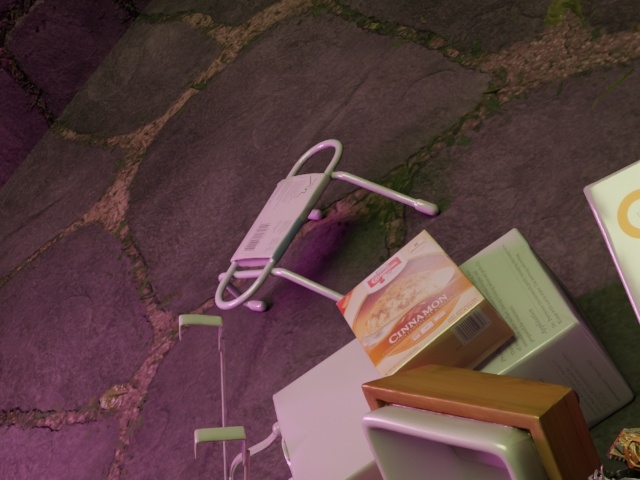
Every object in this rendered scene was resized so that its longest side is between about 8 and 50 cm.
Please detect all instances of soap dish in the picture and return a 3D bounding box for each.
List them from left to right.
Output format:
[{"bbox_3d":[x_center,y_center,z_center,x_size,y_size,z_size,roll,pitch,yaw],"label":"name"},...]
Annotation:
[{"bbox_3d":[0.185,0.260,1.143,0.118,0.291,0.229,-37,25,-33],"label":"soap dish"}]

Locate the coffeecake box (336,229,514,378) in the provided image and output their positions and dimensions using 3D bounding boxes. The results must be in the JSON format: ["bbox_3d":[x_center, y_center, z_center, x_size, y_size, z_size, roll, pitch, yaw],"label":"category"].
[{"bbox_3d":[0.115,0.089,1.317,0.142,0.068,0.185,-41,29,4],"label":"coffeecake box"}]

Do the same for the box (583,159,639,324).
[{"bbox_3d":[0.425,0.070,1.075,0.215,0.168,0.345,-28,61,22],"label":"box"}]

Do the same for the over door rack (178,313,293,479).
[{"bbox_3d":[-0.080,0.275,1.385,0.108,0.324,0.239,-14,32,-4],"label":"over door rack"}]

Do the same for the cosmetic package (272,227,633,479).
[{"bbox_3d":[0.146,0.189,1.377,0.385,0.156,0.217,-36,32,12],"label":"cosmetic package"}]

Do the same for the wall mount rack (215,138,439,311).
[{"bbox_3d":[0.000,0.000,1.800,0.304,0.130,0.350,-4,48,50],"label":"wall mount rack"}]

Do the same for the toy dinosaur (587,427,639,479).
[{"bbox_3d":[0.347,0.291,0.910,0.322,0.164,0.218,41,102,30],"label":"toy dinosaur"}]
